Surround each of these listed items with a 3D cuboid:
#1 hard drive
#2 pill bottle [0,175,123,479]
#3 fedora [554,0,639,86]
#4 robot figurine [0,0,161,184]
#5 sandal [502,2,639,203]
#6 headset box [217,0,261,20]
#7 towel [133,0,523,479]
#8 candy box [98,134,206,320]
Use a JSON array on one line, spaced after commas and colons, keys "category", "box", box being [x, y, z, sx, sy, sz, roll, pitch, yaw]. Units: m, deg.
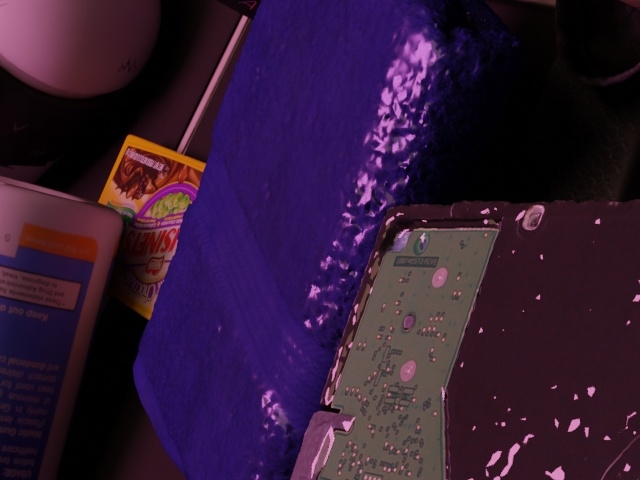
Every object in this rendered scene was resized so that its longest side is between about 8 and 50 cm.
[{"category": "hard drive", "box": [0.101, 0.103, 0.523, 0.339, 0.064, 0.237, 0, 67, 57]}, {"category": "pill bottle", "box": [-0.229, 0.094, 1.058, 0.152, 0.152, 0.272, 17, 92, 60]}, {"category": "fedora", "box": [0.116, -0.231, 0.648, 0.334, 0.152, 0.334, -160, 90, -81]}, {"category": "robot figurine", "box": [-0.241, -0.139, 1.246, 0.278, 0.173, 0.209, -39, 38, 37]}, {"category": "sandal", "box": [0.110, 0.013, 0.721, 0.097, 0.054, 0.254, 4, 61, 53]}, {"category": "headset box", "box": [-0.016, -0.241, 0.907, 0.283, 0.246, 0.131, -6, 62, 54]}, {"category": "towel", "box": [0.000, 0.000, 0.811, 0.228, 0.076, 0.308, -119, 45, -55]}, {"category": "candy box", "box": [-0.097, -0.003, 1.068, 0.206, 0.027, 0.105, 22, 91, 60]}]
